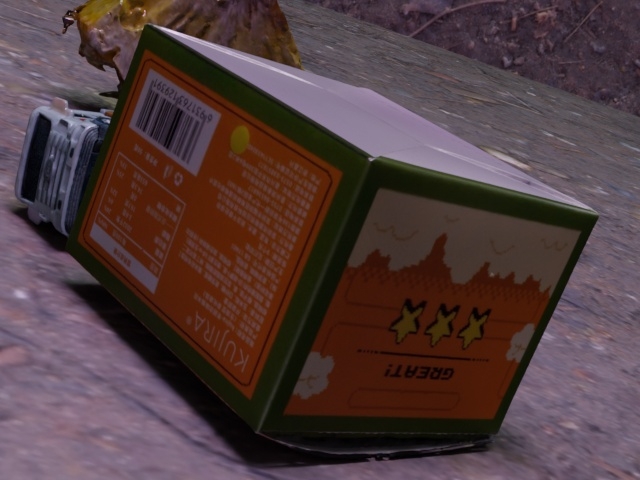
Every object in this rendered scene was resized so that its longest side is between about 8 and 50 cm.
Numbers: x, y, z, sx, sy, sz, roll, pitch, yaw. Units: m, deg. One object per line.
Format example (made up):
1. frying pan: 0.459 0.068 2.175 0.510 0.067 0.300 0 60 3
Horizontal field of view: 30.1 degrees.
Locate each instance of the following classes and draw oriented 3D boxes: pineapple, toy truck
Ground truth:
1. pineapple: -0.098 -0.180 1.045 0.236 0.186 0.114 18 15 -33
2. toy truck: -0.118 -0.047 0.772 0.115 0.080 0.177 25 14 36

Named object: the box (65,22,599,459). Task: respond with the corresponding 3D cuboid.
1. box: 0.000 0.000 0.627 0.177 0.148 0.195 10 17 -44
